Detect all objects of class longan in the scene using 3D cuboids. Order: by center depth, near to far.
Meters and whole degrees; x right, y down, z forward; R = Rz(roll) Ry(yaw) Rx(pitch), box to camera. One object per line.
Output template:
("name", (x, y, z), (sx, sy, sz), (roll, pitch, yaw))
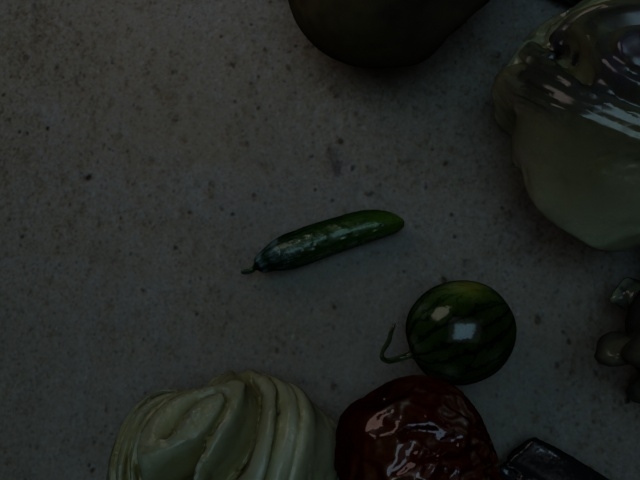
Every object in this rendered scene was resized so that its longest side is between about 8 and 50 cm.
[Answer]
("longan", (0.115, -0.403, 1.032), (0.350, 0.288, 0.288), (-35, 78, 16))

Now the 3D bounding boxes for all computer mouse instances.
("computer mouse", (0.335, 0.357, 0.962), (0.217, 0.073, 0.122), (29, 81, 10))

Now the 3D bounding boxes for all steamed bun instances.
("steamed bun", (-0.127, 0.299, 0.932), (0.289, 0.203, 0.275), (15, 79, 5))
("steamed bun", (0.394, -0.193, 0.959), (0.352, 0.247, 0.339), (-35, 54, 6))

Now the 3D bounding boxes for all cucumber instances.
("cucumber", (0.000, 0.000, 1.065), (0.250, 0.056, 0.056), (-18, 78, -4))

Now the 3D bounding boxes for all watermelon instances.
("watermelon", (0.170, 0.131, 0.988), (0.187, 0.140, 0.140), (-20, 78, 2))

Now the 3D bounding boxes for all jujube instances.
("jujube", (0.128, 0.294, 0.909), (0.213, 0.213, 0.232), (-25, 95, -2))

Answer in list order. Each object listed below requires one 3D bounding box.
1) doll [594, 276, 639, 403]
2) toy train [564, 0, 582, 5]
("doll", (0.587, 0.127, 0.916), (0.382, 0.252, 0.378), (34, 82, 3))
("toy train", (0.373, -0.425, 1.120), (0.410, 0.089, 0.086), (28, 71, 9))
